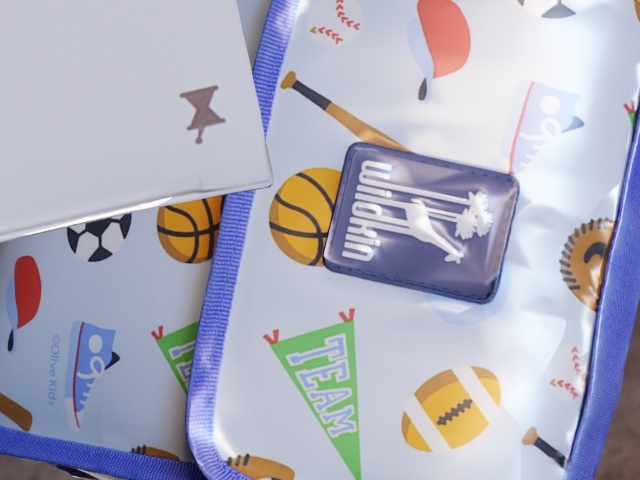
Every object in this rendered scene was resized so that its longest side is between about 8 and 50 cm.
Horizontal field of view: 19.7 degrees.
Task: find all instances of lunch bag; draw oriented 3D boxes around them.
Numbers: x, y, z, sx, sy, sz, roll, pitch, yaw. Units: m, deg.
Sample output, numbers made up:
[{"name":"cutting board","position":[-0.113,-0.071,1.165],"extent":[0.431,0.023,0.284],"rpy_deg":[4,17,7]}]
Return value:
[{"name":"lunch bag","position":[0.000,0.000,1.034],"extent":[0.385,0.328,0.239],"rpy_deg":[6,170,38]}]

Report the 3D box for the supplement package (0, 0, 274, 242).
[{"name":"supplement package","position":[-0.166,-0.090,0.456],"extent":[0.261,0.204,0.145],"rpy_deg":[-13,-168,-8]}]
